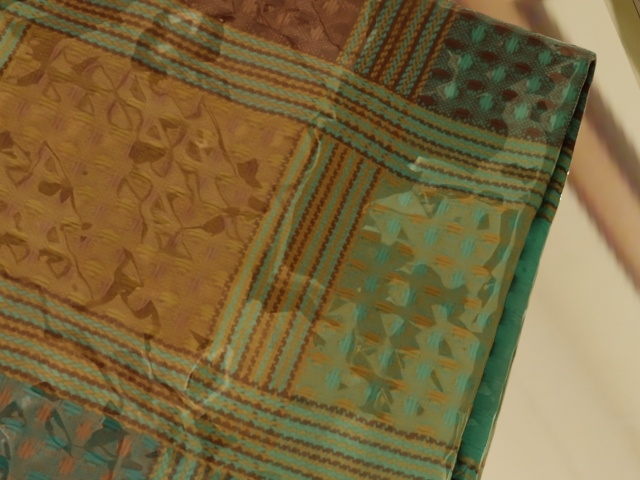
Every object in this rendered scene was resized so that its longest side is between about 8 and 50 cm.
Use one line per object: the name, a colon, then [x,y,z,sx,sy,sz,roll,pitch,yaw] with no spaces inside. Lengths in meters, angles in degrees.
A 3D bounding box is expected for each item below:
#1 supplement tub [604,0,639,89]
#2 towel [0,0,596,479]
supplement tub: [0.221,-0.116,0.705,0.235,0.235,0.324,-37,-67,-31]
towel: [-0.061,0.021,0.698,0.271,0.040,0.370,21,-124,2]
